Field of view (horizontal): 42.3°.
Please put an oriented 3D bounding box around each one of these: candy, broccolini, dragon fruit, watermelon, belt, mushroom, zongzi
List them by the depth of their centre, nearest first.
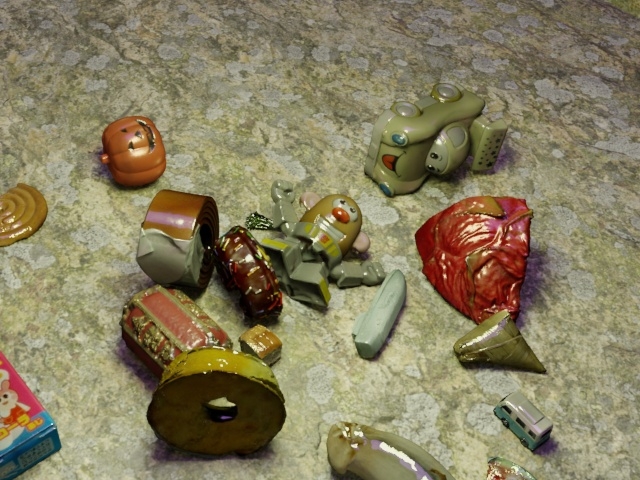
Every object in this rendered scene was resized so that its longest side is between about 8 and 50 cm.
[{"bbox_3d":[0.176,0.491,1.608,0.177,0.126,0.397,-32,61,-21],"label":"mushroom"},{"bbox_3d":[0.390,0.513,1.652,0.139,0.071,0.187,-33,59,-27],"label":"watermelon"},{"bbox_3d":[-0.671,0.334,1.670,0.157,0.100,0.306,-32,59,-30],"label":"candy"},{"bbox_3d":[-0.316,0.001,1.878,0.122,0.339,0.217,10,79,3],"label":"belt"},{"bbox_3d":[0.406,0.270,1.895,0.160,0.078,0.176,-33,90,-4],"label":"zongzi"},{"bbox_3d":[0.425,0.064,2.025,0.240,0.302,0.330,11,54,-42],"label":"dragon fruit"},{"bbox_3d":[-0.087,-0.028,2.130,0.218,0.044,0.042,16,31,1],"label":"broccolini"}]

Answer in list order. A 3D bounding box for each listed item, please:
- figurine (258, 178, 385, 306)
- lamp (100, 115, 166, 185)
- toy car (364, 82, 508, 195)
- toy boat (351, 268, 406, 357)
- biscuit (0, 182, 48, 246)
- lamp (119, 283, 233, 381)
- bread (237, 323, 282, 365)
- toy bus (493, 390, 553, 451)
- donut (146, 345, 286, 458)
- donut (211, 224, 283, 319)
[{"bbox_3d":[-0.001,0.000,2.013,0.167,0.342,0.285,-12,28,48],"label":"figurine"},{"bbox_3d":[-0.496,-0.232,2.166,0.164,0.188,0.188,-21,52,-24],"label":"lamp"},{"bbox_3d":[0.310,-0.258,2.255,0.336,0.242,0.226,-28,58,-31],"label":"toy car"},{"bbox_3d":[0.140,0.162,1.947,0.085,0.078,0.260,5,44,30],"label":"toy boat"},{"bbox_3d":[-0.768,-0.058,2.072,0.144,0.033,0.224,22,49,14],"label":"biscuit"},{"bbox_3d":[-0.310,0.213,1.784,0.177,0.177,0.274,-33,56,-31],"label":"lamp"},{"bbox_3d":[-0.133,0.234,1.842,0.083,0.077,0.070,36,56,26],"label":"bread"},{"bbox_3d":[0.436,0.379,1.774,0.060,0.075,0.123,-27,55,-28],"label":"toy bus"},{"bbox_3d":[-0.202,0.316,1.645,0.272,0.272,0.107,2,36,-5],"label":"donut"},{"bbox_3d":[-0.172,0.079,1.902,0.096,0.216,0.230,-26,69,-16],"label":"donut"}]
